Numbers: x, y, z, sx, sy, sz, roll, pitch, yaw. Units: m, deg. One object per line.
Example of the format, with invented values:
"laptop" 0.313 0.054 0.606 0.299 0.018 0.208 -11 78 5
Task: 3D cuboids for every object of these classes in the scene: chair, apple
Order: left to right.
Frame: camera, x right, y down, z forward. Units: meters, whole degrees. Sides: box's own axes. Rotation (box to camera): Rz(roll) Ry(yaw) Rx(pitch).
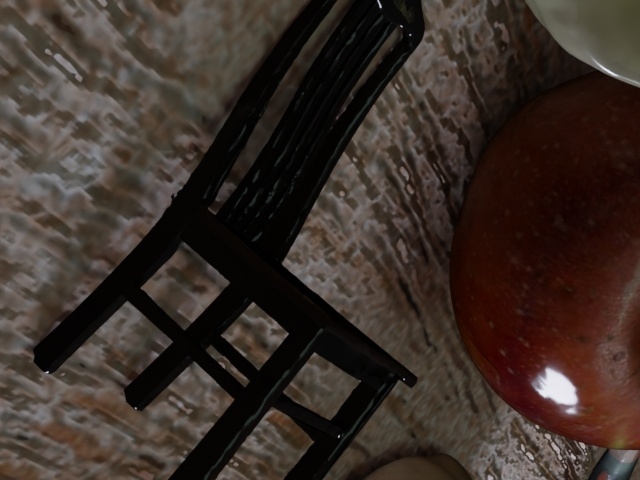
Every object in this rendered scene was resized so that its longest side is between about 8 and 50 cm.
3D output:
"chair" 0.000 0.000 0.544 0.212 0.101 0.084 -50 149 1
"apple" 0.155 0.003 0.685 0.201 0.162 0.201 -6 122 -9

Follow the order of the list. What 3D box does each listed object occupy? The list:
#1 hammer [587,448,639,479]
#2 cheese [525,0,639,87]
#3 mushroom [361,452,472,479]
"hammer" 0.215 0.151 0.998 0.033 0.111 0.288 -31 152 -24
"cheese" 0.199 -0.178 0.480 0.326 0.115 0.318 -18 124 3
"mushroom" 0.075 0.245 0.838 0.173 0.162 0.236 -42 150 -12
